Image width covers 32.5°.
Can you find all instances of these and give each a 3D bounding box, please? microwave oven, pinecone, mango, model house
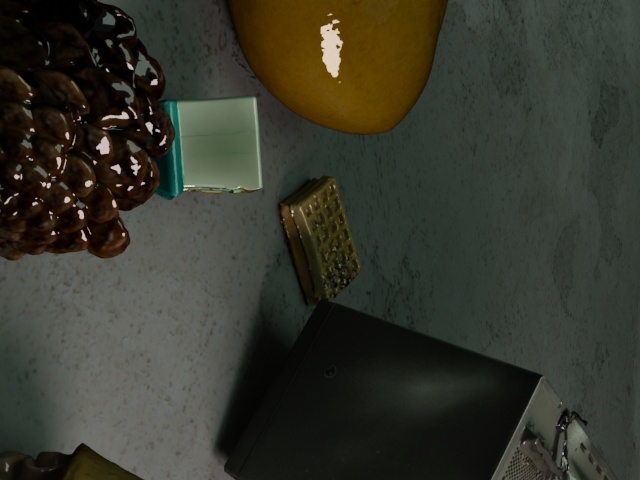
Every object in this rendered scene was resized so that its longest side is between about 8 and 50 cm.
[{"bbox_3d":[0.159,0.304,1.318,0.236,0.374,0.432,-61,140,-16],"label":"microwave oven"},{"bbox_3d":[-0.228,-0.100,0.924,0.272,0.224,0.224,-67,140,-54],"label":"pinecone"},{"bbox_3d":[0.026,-0.344,1.300,0.300,0.232,0.445,-13,110,-24],"label":"mango"},{"bbox_3d":[-0.141,-0.094,1.143,0.127,0.149,0.100,180,-93,-79],"label":"model house"}]

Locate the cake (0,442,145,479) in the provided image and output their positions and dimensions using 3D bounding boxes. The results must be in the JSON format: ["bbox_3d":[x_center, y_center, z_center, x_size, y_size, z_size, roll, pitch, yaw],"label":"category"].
[{"bbox_3d":[-0.243,0.252,0.902,0.178,0.207,0.185,31,97,-15],"label":"cake"}]

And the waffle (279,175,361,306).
[{"bbox_3d":[0.001,0.000,1.426,0.102,0.042,0.148,-43,123,-50],"label":"waffle"}]
